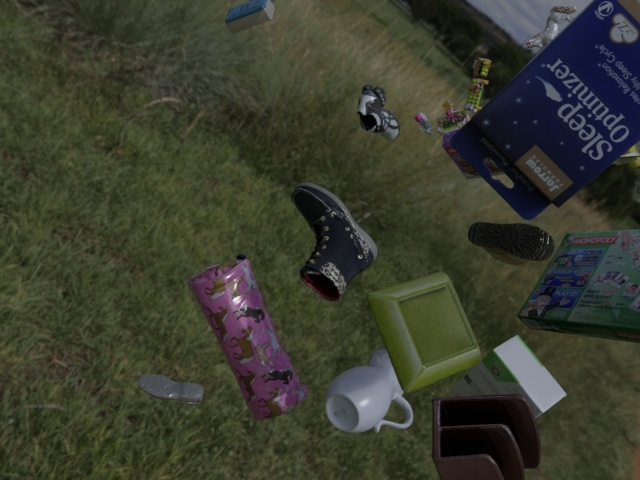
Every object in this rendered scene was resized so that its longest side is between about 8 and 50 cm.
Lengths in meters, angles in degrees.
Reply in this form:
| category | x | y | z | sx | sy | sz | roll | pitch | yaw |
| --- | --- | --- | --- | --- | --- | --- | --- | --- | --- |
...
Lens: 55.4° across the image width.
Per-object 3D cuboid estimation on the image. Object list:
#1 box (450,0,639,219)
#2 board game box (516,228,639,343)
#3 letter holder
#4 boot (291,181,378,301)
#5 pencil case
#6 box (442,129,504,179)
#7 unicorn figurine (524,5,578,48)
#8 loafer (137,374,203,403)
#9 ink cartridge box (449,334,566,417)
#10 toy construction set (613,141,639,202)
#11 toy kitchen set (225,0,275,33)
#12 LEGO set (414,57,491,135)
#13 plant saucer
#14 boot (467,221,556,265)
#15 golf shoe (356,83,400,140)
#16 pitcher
| category | x | y | z | sx | sy | sz | roll | pitch | yaw |
| --- | --- | --- | --- | --- | --- | --- | --- | --- | --- |
| box | 0.260 | -0.133 | 0.635 | 0.136 | 0.225 | 0.036 | 45 | 24 | -1 |
| board game box | 0.519 | 0.074 | 1.077 | 0.046 | 0.214 | 0.317 | 43 | -17 | -16 |
| letter holder | 0.385 | 0.494 | 1.361 | 0.152 | 0.214 | 0.302 | -78 | 153 | -47 |
| boot | 0.002 | 0.000 | 1.273 | 0.236 | 0.085 | 0.178 | 45 | 45 | -3 |
| pencil case | -0.167 | 0.232 | 1.433 | 0.167 | 0.160 | 0.386 | -36 | 105 | -53 |
| box | 0.544 | -0.277 | 1.843 | 0.201 | 0.293 | 0.057 | 38 | 56 | -45 |
| unicorn figurine | 0.622 | -0.555 | 1.634 | 0.111 | 0.162 | 0.060 | 20 | -13 | 16 |
| loafer | -0.286 | 0.289 | 1.162 | 0.125 | 0.039 | 0.045 | 11 | 42 | 0 |
| ink cartridge box | 0.510 | 0.424 | 1.697 | 0.114 | 0.273 | 0.198 | -21 | 64 | -32 |
| toy construction set | 0.657 | -0.197 | 1.223 | 0.327 | 0.151 | 0.215 | 27 | 66 | -39 |
| toy kitchen set | -0.198 | -0.672 | 1.555 | 0.166 | 0.122 | 0.207 | 51 | 38 | -44 |
| LEGO set | 0.419 | -0.408 | 1.832 | 0.132 | 0.287 | 0.107 | 46 | 31 | -5 |
| plant saucer | 0.199 | 0.155 | 1.100 | 0.188 | 0.045 | 0.188 | -14 | 75 | -28 |
| boot | 0.544 | 0.019 | 1.657 | 0.236 | 0.089 | 0.269 | 19 | -3 | 34 |
| golf shoe | 0.136 | -0.297 | 1.522 | 0.077 | 0.094 | 0.198 | 17 | -19 | 35 |
| pitcher | 0.113 | 0.345 | 1.297 | 0.207 | 0.125 | 0.178 | -19 | 74 | -54 |
